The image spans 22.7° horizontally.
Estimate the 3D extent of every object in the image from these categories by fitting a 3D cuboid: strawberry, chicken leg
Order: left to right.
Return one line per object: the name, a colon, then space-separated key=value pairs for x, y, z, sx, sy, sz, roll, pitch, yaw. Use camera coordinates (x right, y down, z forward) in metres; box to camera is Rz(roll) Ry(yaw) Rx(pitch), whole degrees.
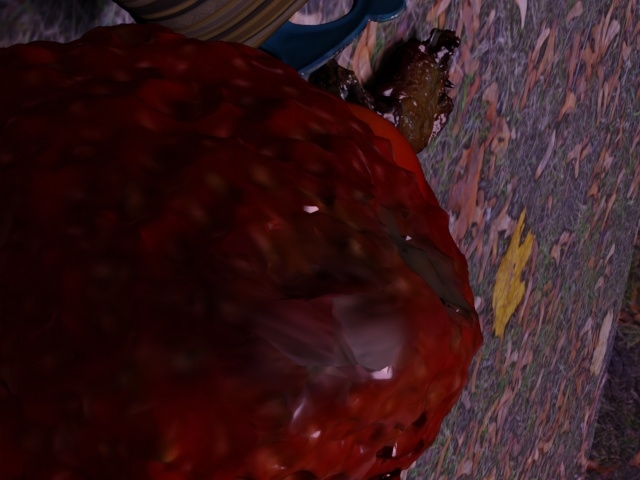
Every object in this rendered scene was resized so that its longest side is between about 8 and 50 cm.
strawberry: x=-0.080 y=0.023 z=0.697 sx=0.291 sy=0.292 sz=0.310 roll=-55 pitch=179 yaw=-41
chicken leg: x=0.056 y=-0.116 z=1.307 sx=0.253 sy=0.051 sz=0.105 roll=-24 pitch=121 yaw=-63

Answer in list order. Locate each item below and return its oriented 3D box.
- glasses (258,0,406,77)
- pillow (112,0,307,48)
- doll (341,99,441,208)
glasses: x=-0.054 y=-0.194 z=0.962 sx=0.239 sy=0.102 sz=0.206 roll=-41 pitch=114 yaw=-54
pillow: x=-0.009 y=-0.168 z=0.776 sx=0.208 sy=0.052 sz=0.212 roll=-44 pitch=170 yaw=1
doll: x=-0.001 y=0.000 z=1.089 sx=0.182 sy=0.160 sz=0.363 roll=-59 pitch=155 yaw=-17
